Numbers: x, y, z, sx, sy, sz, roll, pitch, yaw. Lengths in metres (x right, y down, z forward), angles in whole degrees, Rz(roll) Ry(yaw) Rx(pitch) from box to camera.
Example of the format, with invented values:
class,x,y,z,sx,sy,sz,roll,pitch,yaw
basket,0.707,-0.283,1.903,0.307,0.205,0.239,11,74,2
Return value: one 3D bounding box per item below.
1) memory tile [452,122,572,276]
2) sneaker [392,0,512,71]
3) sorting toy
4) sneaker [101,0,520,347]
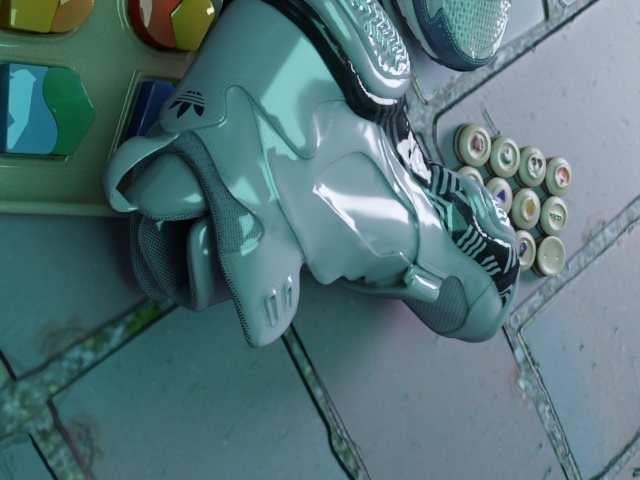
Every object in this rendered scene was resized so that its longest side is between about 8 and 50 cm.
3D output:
class,x,y,z,sx,sy,sz,roll,pitch,yaw
memory tile,0.165,-0.032,1.018,0.148,0.012,0.113,15,81,-37
sneaker,0.132,-0.272,0.911,0.110,0.122,0.283,-1,99,-34
sorting toy,-0.139,-0.119,0.767,0.193,0.038,0.208,1,89,-37
sneaker,0.000,0.000,0.803,0.210,0.137,0.366,-51,133,-18
